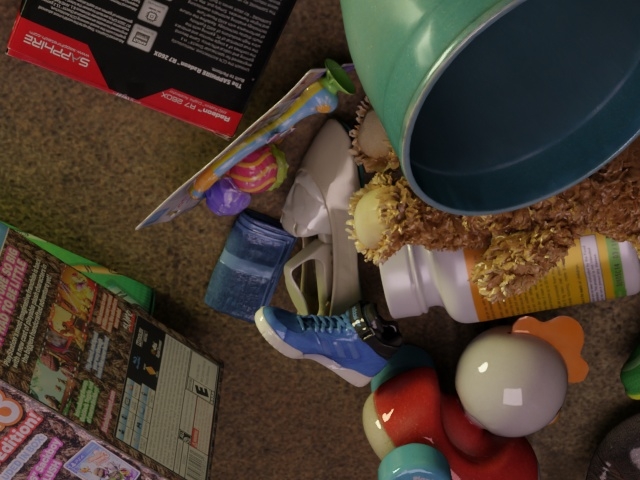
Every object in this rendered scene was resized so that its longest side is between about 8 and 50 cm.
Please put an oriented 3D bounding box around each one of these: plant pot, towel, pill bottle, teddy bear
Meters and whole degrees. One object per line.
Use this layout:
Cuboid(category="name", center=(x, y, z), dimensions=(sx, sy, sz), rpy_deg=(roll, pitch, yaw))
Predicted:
Cuboid(category="plant pot", center=(0.136, -0.206, 1.513), dimensions=(0.272, 0.255, 0.271), rpy_deg=(-20, 145, -15))
Cuboid(category="towel", center=(-0.073, 0.028, 1.822), dimensions=(0.067, 0.029, 0.119), rpy_deg=(19, 120, -9))
Cuboid(category="pill bottle", center=(0.183, 0.007, 1.740), dimensions=(0.246, 0.136, 0.136), rpy_deg=(-10, 120, 7))
Cuboid(category="teddy bear", center=(0.183, -0.061, 1.641), dimensions=(0.338, 0.245, 0.113), rpy_deg=(-17, 151, 9))

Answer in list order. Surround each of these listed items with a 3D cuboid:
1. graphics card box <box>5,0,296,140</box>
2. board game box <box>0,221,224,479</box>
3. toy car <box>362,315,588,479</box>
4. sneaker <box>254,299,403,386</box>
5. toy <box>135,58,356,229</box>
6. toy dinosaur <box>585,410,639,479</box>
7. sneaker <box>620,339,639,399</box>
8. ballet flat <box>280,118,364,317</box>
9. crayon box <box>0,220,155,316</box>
Cuboid(category="graphics card box", center=(-0.113, -0.296, 1.593), dimensions=(0.233, 0.094, 0.371), rpy_deg=(21, 120, -11))
Cuboid(category="board game box", center=(-0.254, 0.151, 1.687), dimensions=(0.291, 0.232, 0.141), rpy_deg=(34, 115, -16))
Cuboid(category="toy car", center=(0.187, 0.173, 1.794), dimensions=(0.210, 0.219, 0.238), rpy_deg=(41, 112, -21))
Cuboid(category="sneaker", center=(0.014, 0.084, 1.744), dimensions=(0.152, 0.058, 0.084), rpy_deg=(29, 119, -28))
Cuboid(category="toy", center=(-0.056, -0.077, 1.693), dimensions=(0.237, 0.137, 0.056), rpy_deg=(-43, 83, 21))
Cuboid(category="toy dinosaur", center=(0.377, 0.231, 1.901), dimensions=(0.314, 0.121, 0.160), rpy_deg=(-16, 107, 16))
Cuboid(category="sneaker", center=(0.378, 0.032, 1.785), dimensions=(0.123, 0.109, 0.295), rpy_deg=(31, 118, 5))
Cuboid(category="ballet flat", center=(0.000, 0.000, 1.765), dimensions=(0.086, 0.086, 0.248), rpy_deg=(-2, 120, 3))
Cuboid(category="crayon box", center=(-0.331, 0.076, 1.826), dimensions=(0.278, 0.081, 0.165), rpy_deg=(25, 118, -13))
